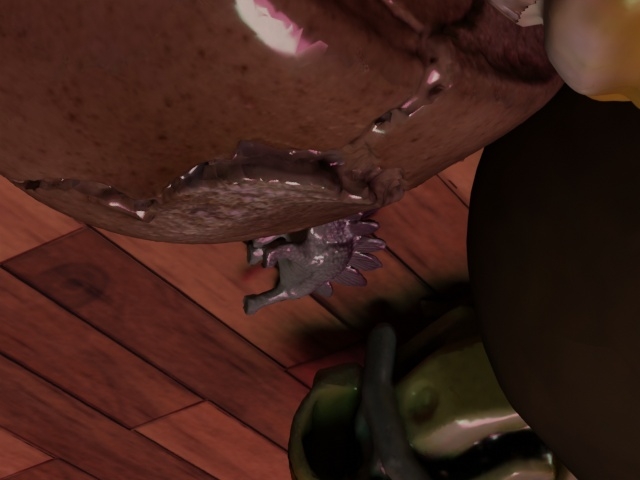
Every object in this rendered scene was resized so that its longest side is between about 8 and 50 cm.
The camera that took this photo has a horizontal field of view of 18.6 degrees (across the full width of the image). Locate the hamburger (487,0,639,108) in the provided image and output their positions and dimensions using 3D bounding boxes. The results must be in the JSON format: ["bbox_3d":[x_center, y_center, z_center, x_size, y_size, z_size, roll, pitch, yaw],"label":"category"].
[{"bbox_3d":[0.122,-0.190,0.687,0.237,0.276,0.276,36,145,8],"label":"hamburger"}]

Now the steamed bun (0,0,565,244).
[{"bbox_3d":[-0.035,-0.095,0.832,0.251,0.199,0.301,-32,145,32],"label":"steamed bun"}]

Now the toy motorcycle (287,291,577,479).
[{"bbox_3d":[0.136,0.087,1.242,0.237,0.169,0.410,8,140,-40],"label":"toy motorcycle"}]

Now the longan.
[{"bbox_3d":[0.252,-0.011,0.927,0.361,0.361,0.361,-8,150,-5],"label":"longan"}]

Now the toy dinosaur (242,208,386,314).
[{"bbox_3d":[0.000,-0.002,1.156,0.082,0.039,0.209,-8,161,-11],"label":"toy dinosaur"}]
